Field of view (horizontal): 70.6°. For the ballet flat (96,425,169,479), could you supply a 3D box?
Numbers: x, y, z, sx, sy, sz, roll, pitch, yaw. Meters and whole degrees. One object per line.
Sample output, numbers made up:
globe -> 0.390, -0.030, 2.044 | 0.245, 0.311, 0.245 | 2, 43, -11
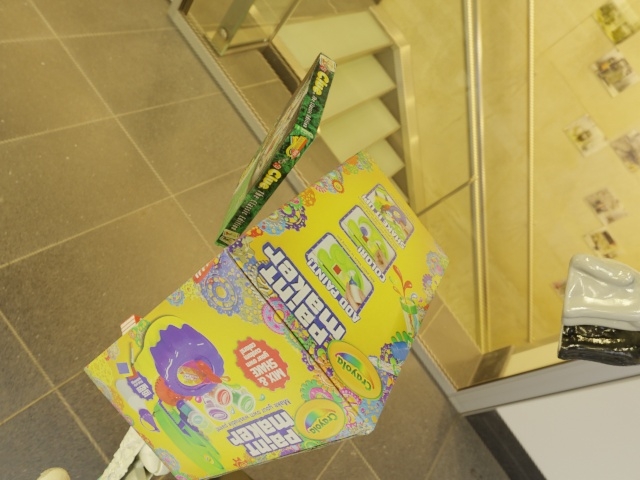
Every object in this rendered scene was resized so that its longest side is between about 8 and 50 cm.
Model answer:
ballet flat -> -0.420, 0.540, 1.069 | 0.147, 0.147, 0.409 | 36, 87, -17

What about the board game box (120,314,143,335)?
board game box -> -0.370, 0.271, 1.066 | 0.193, 0.045, 0.147 | 42, 13, -51

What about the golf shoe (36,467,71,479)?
golf shoe -> -0.320, 0.355, 0.546 | 0.069, 0.086, 0.176 | 60, 7, -37

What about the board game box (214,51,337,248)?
board game box -> -0.065, -0.100, 0.575 | 0.030, 0.259, 0.136 | 24, 54, -19

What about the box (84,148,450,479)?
box -> -0.047, 0.081, 0.511 | 0.177, 0.290, 0.279 | 52, 36, -5

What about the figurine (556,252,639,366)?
figurine -> 0.421, 0.103, 0.566 | 0.215, 0.209, 0.092 | 55, 51, -50

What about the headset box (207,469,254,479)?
headset box -> -0.117, 0.424, 0.531 | 0.218, 0.293, 0.110 | 37, 11, 9
